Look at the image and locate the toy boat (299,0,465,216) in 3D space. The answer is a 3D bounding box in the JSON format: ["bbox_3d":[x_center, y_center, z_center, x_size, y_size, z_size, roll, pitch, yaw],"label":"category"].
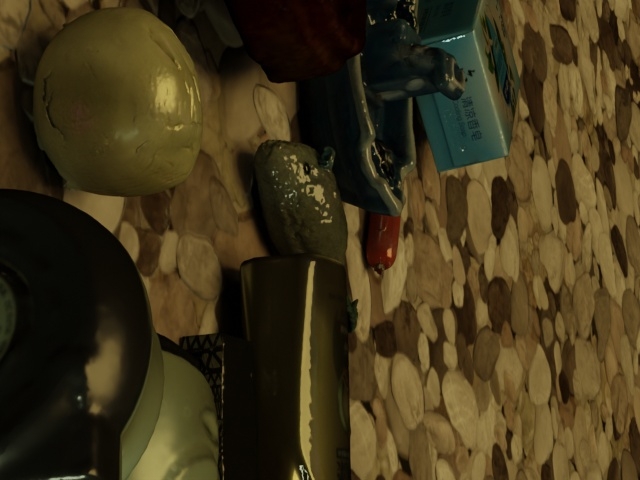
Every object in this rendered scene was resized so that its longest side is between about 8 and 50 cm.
[{"bbox_3d":[0.062,-0.168,1.632,0.129,0.142,0.309,35,53,-60],"label":"toy boat"}]

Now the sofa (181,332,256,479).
[{"bbox_3d":[-0.078,0.132,1.355,0.060,0.039,0.118,26,59,-64],"label":"sofa"}]

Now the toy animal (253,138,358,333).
[{"bbox_3d":[0.003,0.008,1.545,0.079,0.070,0.253,-59,141,-31],"label":"toy animal"}]

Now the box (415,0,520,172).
[{"bbox_3d":[0.152,-0.185,1.876,0.232,0.083,0.142,-67,142,-63],"label":"box"}]

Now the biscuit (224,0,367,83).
[{"bbox_3d":[-0.031,-0.333,1.441,0.407,0.091,0.407,-9,90,-77],"label":"biscuit"}]

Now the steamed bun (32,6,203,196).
[{"bbox_3d":[-0.137,-0.092,1.193,0.091,0.112,0.130,-21,109,-67],"label":"steamed bun"}]

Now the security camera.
[{"bbox_3d":[-0.152,0.110,1.023,0.277,0.197,0.191,58,24,-55],"label":"security camera"}]

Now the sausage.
[{"bbox_3d":[0.068,-0.077,1.756,0.034,0.034,0.253,48,40,-52],"label":"sausage"}]

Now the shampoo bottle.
[{"bbox_3d":[-0.017,0.190,1.420,0.125,0.084,0.350,34,53,-70],"label":"shampoo bottle"}]
